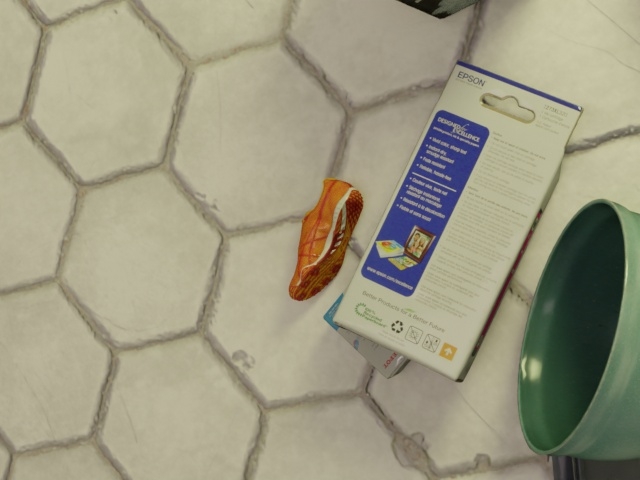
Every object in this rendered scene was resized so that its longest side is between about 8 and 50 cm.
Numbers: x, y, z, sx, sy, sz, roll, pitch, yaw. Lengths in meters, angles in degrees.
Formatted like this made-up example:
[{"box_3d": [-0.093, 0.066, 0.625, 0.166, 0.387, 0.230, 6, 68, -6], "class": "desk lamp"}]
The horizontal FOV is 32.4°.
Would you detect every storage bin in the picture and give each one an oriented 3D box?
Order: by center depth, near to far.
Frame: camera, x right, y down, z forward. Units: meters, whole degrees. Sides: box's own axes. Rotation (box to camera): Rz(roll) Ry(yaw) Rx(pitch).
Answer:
[{"box_3d": [0.338, 0.286, 1.343, 0.091, 0.098, 0.135, -5, 91, -5], "class": "storage bin"}]

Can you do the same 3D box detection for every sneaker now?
[{"box_3d": [0.000, 0.000, 1.484, 0.067, 0.064, 0.175, 31, 99, 38], "class": "sneaker"}]

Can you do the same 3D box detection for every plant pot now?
[{"box_3d": [0.367, 0.117, 1.237, 0.196, 0.293, 0.293, 14, 99, -6], "class": "plant pot"}]

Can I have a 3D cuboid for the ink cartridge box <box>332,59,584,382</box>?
[{"box_3d": [0.174, -0.025, 1.378, 0.176, 0.069, 0.370, 25, 90, 19], "class": "ink cartridge box"}]

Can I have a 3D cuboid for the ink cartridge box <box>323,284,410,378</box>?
[{"box_3d": [0.080, 0.109, 1.452, 0.122, 0.052, 0.088, 44, 107, 17], "class": "ink cartridge box"}]

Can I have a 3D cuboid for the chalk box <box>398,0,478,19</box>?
[{"box_3d": [0.141, -0.389, 1.273, 0.180, 0.289, 0.179, -23, 84, 21], "class": "chalk box"}]
